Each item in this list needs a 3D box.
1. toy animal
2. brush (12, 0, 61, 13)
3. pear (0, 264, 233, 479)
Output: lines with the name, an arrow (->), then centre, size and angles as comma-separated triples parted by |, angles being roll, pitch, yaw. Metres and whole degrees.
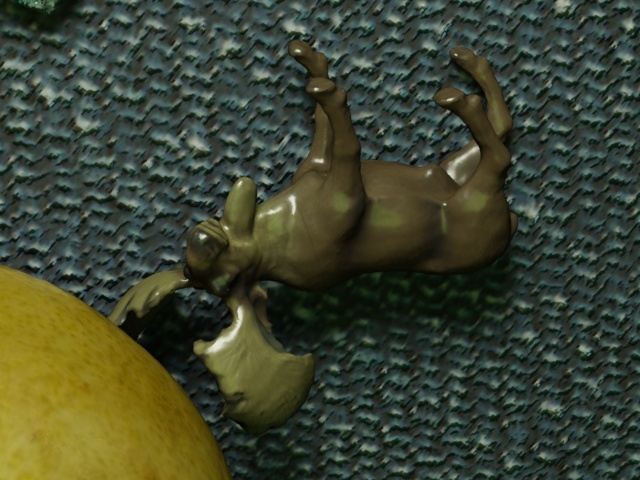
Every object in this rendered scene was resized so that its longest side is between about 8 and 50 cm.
toy animal -> 0.000, 0.000, 0.849 | 0.214, 0.093, 0.186 | 0, 118, -17
brush -> -0.113, -0.204, 0.798 | 0.070, 0.021, 0.196 | 24, 104, -17
pear -> -0.186, 0.156, 0.769 | 0.314, 0.314, 0.314 | -3, 110, -7
